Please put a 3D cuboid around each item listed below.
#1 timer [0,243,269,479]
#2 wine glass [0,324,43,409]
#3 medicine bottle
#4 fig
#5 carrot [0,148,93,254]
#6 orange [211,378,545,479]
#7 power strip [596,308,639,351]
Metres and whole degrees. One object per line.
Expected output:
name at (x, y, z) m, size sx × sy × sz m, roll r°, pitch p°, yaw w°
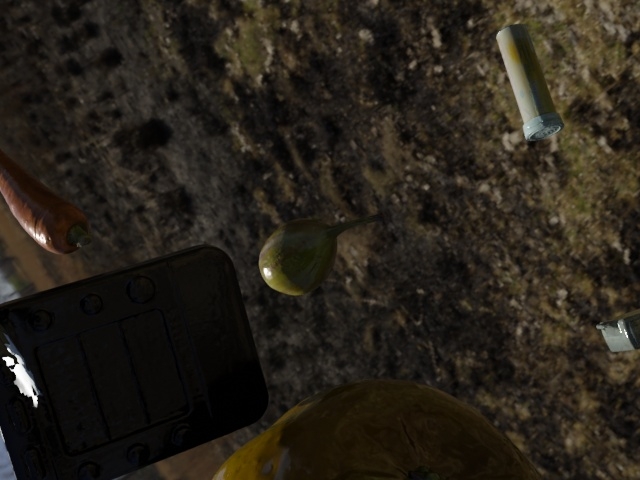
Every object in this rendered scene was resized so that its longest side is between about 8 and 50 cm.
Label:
timer at (-0.142, 0.092, 0.541) m, size 0.055 × 0.187 × 0.144 m, roll 8°, pitch 113°, yaw 68°
wine glass at (-0.292, 0.005, 0.377) m, size 0.321 × 0.143 × 0.143 m, roll 45°, pitch 160°, yaw 11°
medicine bottle at (0.397, -0.303, 1.398) m, size 0.074 × 0.073 × 0.218 m, roll 121°, pitch 138°, yaw -70°
fig at (-0.001, -0.005, 0.871) m, size 0.093 × 0.166 × 0.093 m, roll 39°, pitch -160°, yaw -17°
carrot at (-0.357, -0.061, 0.864) m, size 0.256 × 0.061 × 0.061 m, roll 36°, pitch 156°, yaw 24°
orange at (0.045, 0.228, 0.510) m, size 0.279 × 0.279 × 0.235 m, roll 40°, pitch 144°, yaw 33°
power strip at (0.536, 0.105, 1.075) m, size 0.078 × 0.272 × 0.052 m, roll 123°, pitch 128°, yaw -76°
